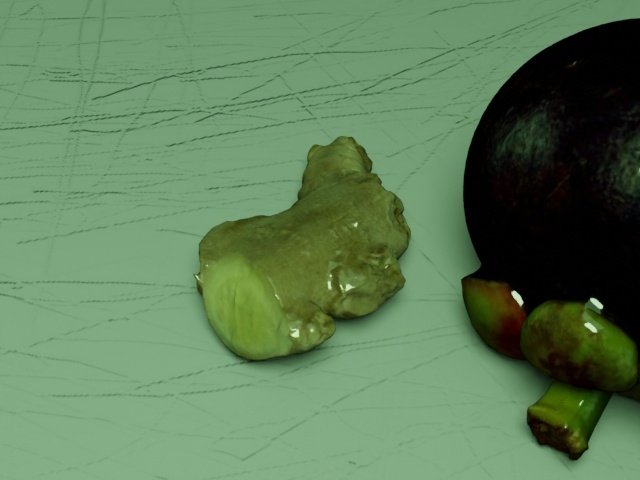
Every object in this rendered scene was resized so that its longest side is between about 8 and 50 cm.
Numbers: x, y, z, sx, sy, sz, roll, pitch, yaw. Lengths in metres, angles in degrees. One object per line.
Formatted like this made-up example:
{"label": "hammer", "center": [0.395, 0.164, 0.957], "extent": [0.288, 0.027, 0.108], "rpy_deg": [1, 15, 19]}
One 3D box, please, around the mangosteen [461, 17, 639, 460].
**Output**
{"label": "mangosteen", "center": [0.215, 0.002, 0.763], "extent": [0.275, 0.275, 0.302], "rpy_deg": [23, 86, 13]}

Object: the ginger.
{"label": "ginger", "center": [0.003, 0.003, 0.832], "extent": [0.137, 0.074, 0.213], "rpy_deg": [29, 45, 18]}
